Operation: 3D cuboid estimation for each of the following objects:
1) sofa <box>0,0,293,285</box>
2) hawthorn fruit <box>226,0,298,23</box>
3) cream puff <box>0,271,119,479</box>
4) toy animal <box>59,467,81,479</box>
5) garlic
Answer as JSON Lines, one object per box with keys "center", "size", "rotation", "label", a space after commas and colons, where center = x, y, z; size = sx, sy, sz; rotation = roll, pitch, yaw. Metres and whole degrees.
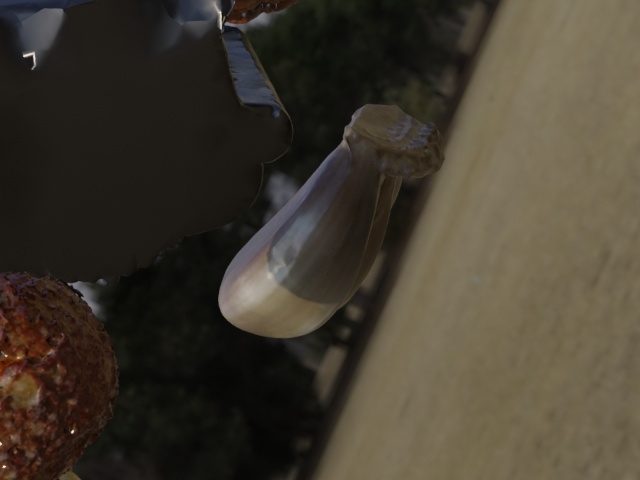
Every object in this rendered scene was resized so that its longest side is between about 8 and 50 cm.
{"center": [-0.162, -0.094, 1.215], "size": [0.200, 0.258, 0.182], "rotation": [-115, 14, -61], "label": "sofa"}
{"center": [-0.069, -0.246, 1.478], "size": [0.133, 0.133, 0.138], "rotation": [71, -178, -86], "label": "hawthorn fruit"}
{"center": [-0.295, 0.124, 1.551], "size": [0.164, 0.240, 0.240], "rotation": [-92, 26, -84], "label": "cream puff"}
{"center": [-0.270, 0.301, 2.023], "size": [0.083, 0.159, 0.070], "rotation": [-36, -52, -24], "label": "toy animal"}
{"center": [-0.001, -0.001, 2.035], "size": [0.325, 0.132, 0.279], "rotation": [-54, -4, 23], "label": "garlic"}
